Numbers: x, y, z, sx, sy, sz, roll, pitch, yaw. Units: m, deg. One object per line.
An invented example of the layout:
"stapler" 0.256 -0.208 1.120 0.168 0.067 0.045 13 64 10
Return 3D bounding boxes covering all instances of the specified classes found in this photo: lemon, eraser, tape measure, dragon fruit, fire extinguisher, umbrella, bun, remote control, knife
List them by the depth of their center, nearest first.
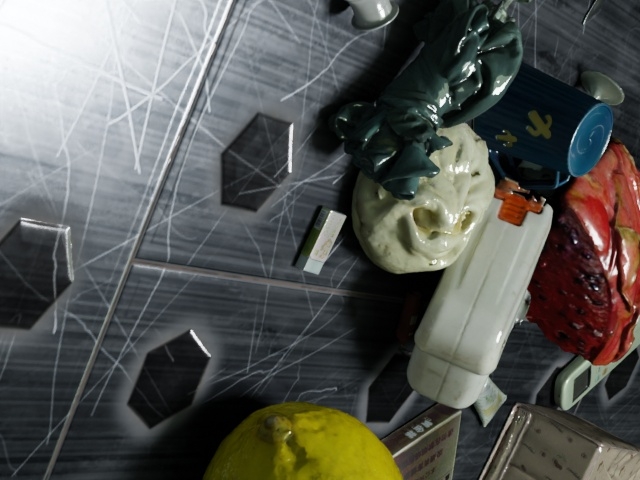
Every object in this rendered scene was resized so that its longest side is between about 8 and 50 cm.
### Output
"umbrella" 0.157 -0.211 1.588 0.349 0.143 0.094 -49 -176 -15
"lemon" -0.022 0.336 1.627 0.268 0.268 0.322 -47 126 -20
"eraser" 0.000 0.000 1.632 0.038 0.019 0.083 16 99 -56
"bun" 0.144 -0.055 1.685 0.231 0.133 0.231 -30 136 -35
"tape measure" 0.221 0.086 1.815 0.265 0.130 0.258 99 14 -56
"fire extinguisher" 0.128 0.117 1.878 0.046 0.032 0.100 -73 176 -67
"knife" 0.437 -0.389 1.942 0.170 0.010 0.023 -54 139 -8
"dragon fruit" 0.464 -0.015 1.985 0.329 0.228 0.286 -43 164 -36
"remote control" 0.537 0.210 2.454 0.309 0.038 0.090 -34 136 -34

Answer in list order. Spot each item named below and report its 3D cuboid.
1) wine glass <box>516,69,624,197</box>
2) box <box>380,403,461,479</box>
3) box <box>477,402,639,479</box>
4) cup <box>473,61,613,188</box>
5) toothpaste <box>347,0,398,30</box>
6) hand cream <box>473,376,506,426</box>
"wine glass" 0.371 -0.160 1.951 0.195 0.079 0.079 -53 145 -15
"box" 0.139 0.427 2.080 0.180 0.047 0.325 -26 131 -40
"box" 0.442 0.438 2.356 0.297 0.190 0.225 20 95 -56
"cup" 0.310 -0.146 1.813 0.131 0.155 0.176 -26 130 -40
"toothpaste" 0.023 -0.349 1.404 0.096 0.061 0.266 -43 134 -23
"hand cream" 0.270 0.253 2.137 0.067 0.042 0.194 -56 149 -11
